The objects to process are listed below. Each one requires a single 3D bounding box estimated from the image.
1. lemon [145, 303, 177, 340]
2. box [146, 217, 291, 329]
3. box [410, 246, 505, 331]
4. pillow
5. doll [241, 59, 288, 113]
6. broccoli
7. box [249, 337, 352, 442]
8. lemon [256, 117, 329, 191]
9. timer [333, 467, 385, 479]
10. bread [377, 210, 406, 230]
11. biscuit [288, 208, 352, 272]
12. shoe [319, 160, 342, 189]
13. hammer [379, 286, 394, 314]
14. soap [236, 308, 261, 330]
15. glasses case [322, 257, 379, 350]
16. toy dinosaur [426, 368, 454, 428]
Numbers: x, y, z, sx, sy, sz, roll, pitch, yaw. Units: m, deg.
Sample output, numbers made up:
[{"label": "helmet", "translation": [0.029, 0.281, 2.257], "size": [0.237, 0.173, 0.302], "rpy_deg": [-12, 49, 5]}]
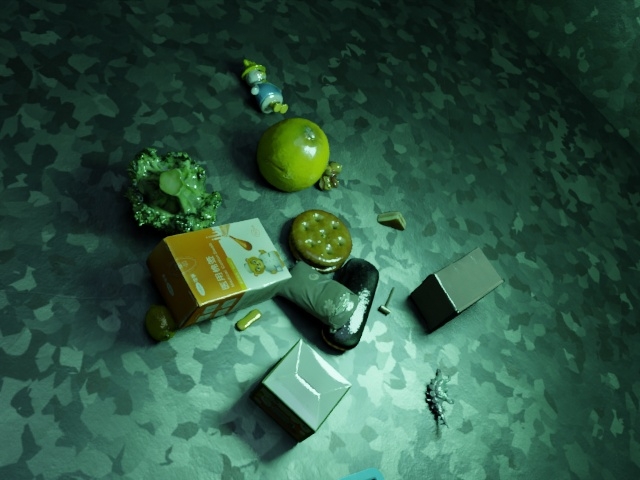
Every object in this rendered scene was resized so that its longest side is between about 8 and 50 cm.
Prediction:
[{"label": "lemon", "translation": [-0.434, 0.221, 1.723], "size": [0.082, 0.082, 0.110], "rpy_deg": [-17, 65, -31]}, {"label": "box", "translation": [-0.286, 0.086, 1.793], "size": [0.341, 0.143, 0.225], "rpy_deg": [-15, 67, -43]}, {"label": "box", "translation": [0.447, 0.159, 2.096], "size": [0.252, 0.188, 0.153], "rpy_deg": [-25, 74, -32]}, {"label": "pillow", "translation": [-0.012, 0.161, 1.909], "size": [0.255, 0.059, 0.169], "rpy_deg": [28, 61, 20]}, {"label": "doll", "translation": [-0.210, -0.549, 2.280], "size": [0.135, 0.099, 0.241], "rpy_deg": [-21, 73, -27]}, {"label": "broccoli", "translation": [-0.436, -0.132, 1.854], "size": [0.288, 0.235, 0.260], "rpy_deg": [16, 21, -5]}, {"label": "box", "translation": [-0.056, 0.411, 1.737], "size": [0.195, 0.148, 0.177], "rpy_deg": [42, 56, 3]}, {"label": "lemon", "translation": [-0.084, -0.296, 2.109], "size": [0.240, 0.219, 0.240], "rpy_deg": [14, 56, -22]}, {"label": "timer", "translation": [0.099, 0.729, 1.655], "size": [0.250, 0.091, 0.232], "rpy_deg": [-7, 64, -32]}, {"label": "bread", "translation": [0.259, -0.076, 2.229], "size": [0.109, 0.062, 0.043], "rpy_deg": [15, 57, -12]}, {"label": "biscuit", "translation": [0.000, 0.000, 2.064], "size": [0.220, 0.066, 0.220], "rpy_deg": [13, 53, -18]}, {"label": "shoe", "translation": [0.037, -0.221, 2.212], "size": [0.069, 0.072, 0.109], "rpy_deg": [4, 44, 23]}, {"label": "hammer", "translation": [0.225, 0.192, 2.078], "size": [0.035, 0.019, 0.110], "rpy_deg": [32, 51, -4]}, {"label": "soap", "translation": [-0.209, 0.232, 1.860], "size": [0.034, 0.012, 0.089], "rpy_deg": [48, 54, 9]}, {"label": "glasses case", "translation": [0.096, 0.193, 1.977], "size": [0.122, 0.082, 0.321], "rpy_deg": [25, 54, -6]}, {"label": "toy dinosaur", "translation": [0.367, 0.483, 1.951], "size": [0.082, 0.039, 0.209], "rpy_deg": [12, 46, -14]}]
